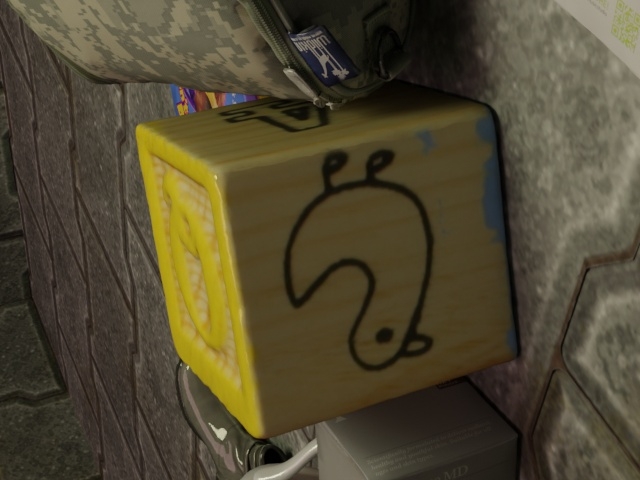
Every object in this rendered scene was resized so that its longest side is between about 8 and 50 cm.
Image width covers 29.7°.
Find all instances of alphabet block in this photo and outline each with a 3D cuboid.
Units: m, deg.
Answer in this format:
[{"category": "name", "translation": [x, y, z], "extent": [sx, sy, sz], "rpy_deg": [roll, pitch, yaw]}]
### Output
[{"category": "alphabet block", "translation": [0.000, 0.000, 0.852], "extent": [0.193, 0.197, 0.192], "rpy_deg": [-153, 50, -63]}]

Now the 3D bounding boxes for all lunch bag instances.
[{"category": "lunch bag", "translation": [-0.085, -0.224, 0.833], "extent": [0.305, 0.212, 0.256], "rpy_deg": [9, 126, 42]}]

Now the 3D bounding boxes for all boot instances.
[{"category": "boot", "translation": [-0.086, 0.246, 1.457], "extent": [0.161, 0.083, 0.246], "rpy_deg": [-9, 101, 63]}]

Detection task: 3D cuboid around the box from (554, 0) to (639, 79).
[{"category": "box", "translation": [0.131, -0.263, 0.526], "extent": [0.322, 0.058, 0.232], "rpy_deg": [92, 154, -42]}]

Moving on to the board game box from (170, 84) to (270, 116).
[{"category": "board game box", "translation": [-0.070, -0.135, 1.114], "extent": [0.233, 0.078, 0.347], "rpy_deg": [-154, 52, -64]}]

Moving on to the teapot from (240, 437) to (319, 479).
[{"category": "teapot", "translation": [0.008, 0.324, 1.103], "extent": [0.256, 0.187, 0.252], "rpy_deg": [75, -158, -63]}]

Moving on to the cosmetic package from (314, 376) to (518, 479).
[{"category": "cosmetic package", "translation": [0.074, 0.230, 0.929], "extent": [0.107, 0.127, 0.238], "rpy_deg": [-132, 31, -50]}]
